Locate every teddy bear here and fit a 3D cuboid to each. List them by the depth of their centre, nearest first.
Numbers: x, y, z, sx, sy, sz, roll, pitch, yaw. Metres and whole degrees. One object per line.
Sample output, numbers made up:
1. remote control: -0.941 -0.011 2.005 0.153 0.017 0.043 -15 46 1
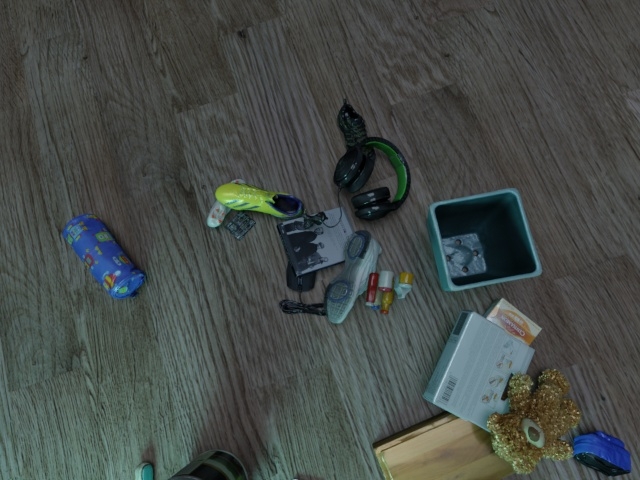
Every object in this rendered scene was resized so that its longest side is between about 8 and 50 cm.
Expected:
1. teddy bear: 0.598 0.476 1.168 0.337 0.113 0.246 5 78 -32

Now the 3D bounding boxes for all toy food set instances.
1. toy food set: 0.194 0.154 1.266 0.111 0.232 0.105 12 78 -7

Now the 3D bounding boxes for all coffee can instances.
1. coffee can: -0.318 0.693 1.154 0.201 0.275 0.202 -1 77 3

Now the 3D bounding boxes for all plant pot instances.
1. plant pot: 0.445 0.023 1.276 0.247 0.252 0.248 -11 76 1

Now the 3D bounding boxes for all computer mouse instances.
1. computer mouse: -0.026 0.111 1.384 0.183 0.060 0.262 9 78 6

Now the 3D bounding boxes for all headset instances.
1. headset: 0.116 -0.161 1.379 0.394 0.185 0.244 -39 101 -29

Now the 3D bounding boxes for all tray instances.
1. tray: 0.377 0.603 1.236 0.410 0.076 0.203 -23 77 -3

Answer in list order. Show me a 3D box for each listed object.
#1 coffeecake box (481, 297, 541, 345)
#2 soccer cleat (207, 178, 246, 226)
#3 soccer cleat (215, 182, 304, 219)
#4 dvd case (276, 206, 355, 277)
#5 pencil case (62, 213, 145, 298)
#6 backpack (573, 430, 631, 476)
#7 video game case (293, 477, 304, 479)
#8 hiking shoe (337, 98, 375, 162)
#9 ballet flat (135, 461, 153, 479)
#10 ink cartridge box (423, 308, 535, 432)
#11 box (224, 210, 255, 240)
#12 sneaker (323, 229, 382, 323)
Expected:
1. coffeecake box: 0.536 0.289 1.302 0.142 0.068 0.185 40 83 11
2. soccer cleat: -0.320 -0.127 1.459 0.068 0.076 0.196 40 64 -21
3. soccer cleat: -0.191 -0.135 1.394 0.288 0.121 0.094 14 78 -8
4. dvd case: 0.000 0.000 1.385 0.238 0.029 0.180 -16 75 -22
5. pencil case: -0.694 0.050 1.410 0.306 0.133 0.119 45 123 12
6. backpack: 0.770 0.584 1.207 0.120 0.098 0.101 20 50 8
7. video game case: -0.046 0.762 1.256 0.087 0.011 0.122 9 77 6
8. hiking shoe: 0.116 -0.358 1.457 0.086 0.114 0.227 -27 77 -2
9. ballet flat: -0.517 0.743 1.277 0.052 0.057 0.169 -17 70 28
10. ink cartridge box: 0.450 0.371 1.224 0.238 0.060 0.275 31 79 -14
11. box: -0.269 -0.052 1.458 0.067 0.018 0.083 40 82 11
12. sneaker: 0.112 0.122 1.339 0.111 0.129 0.297 25 88 45
